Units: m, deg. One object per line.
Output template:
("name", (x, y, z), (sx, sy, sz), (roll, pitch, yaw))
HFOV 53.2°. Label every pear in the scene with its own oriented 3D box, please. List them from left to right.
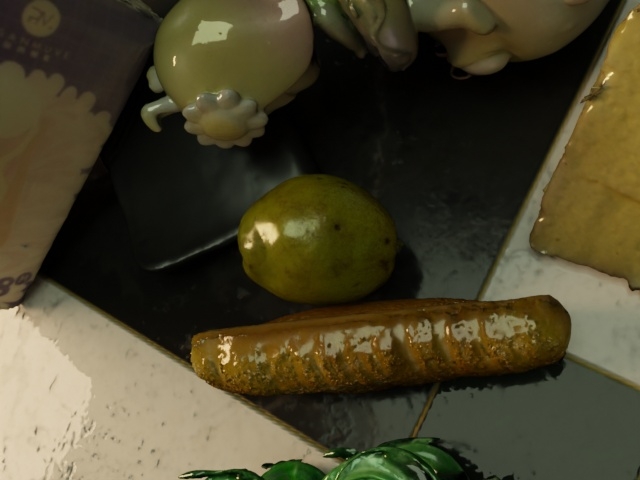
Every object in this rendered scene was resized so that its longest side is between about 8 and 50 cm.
("pear", (0.000, 0.000, 0.503), (0.131, 0.107, 0.107), (-2, 69, -2))

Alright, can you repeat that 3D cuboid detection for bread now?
("bread", (0.260, -0.034, 0.385), (0.240, 0.178, 0.135), (26, 80, 24))

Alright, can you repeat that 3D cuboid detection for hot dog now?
("hot dog", (0.037, 0.082, 0.484), (0.288, 0.083, 0.068), (-6, 89, 18))

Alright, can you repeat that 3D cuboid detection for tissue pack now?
("tissue pack", (-0.312, -0.091, 0.529), (0.125, 0.242, 0.344), (42, 108, 26))

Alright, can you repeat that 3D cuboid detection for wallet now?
("wallet", (-0.145, -0.160, 0.624), (0.197, 0.051, 0.378), (-25, 73, 9))

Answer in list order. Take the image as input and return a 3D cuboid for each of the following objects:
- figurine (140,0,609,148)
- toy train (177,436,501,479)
("figurine", (0.022, -0.211, 0.483), (0.394, 0.274, 0.227), (-26, 44, 10))
("toy train", (0.012, 0.232, 0.411), (0.243, 0.132, 0.188), (-16, 72, 17))
